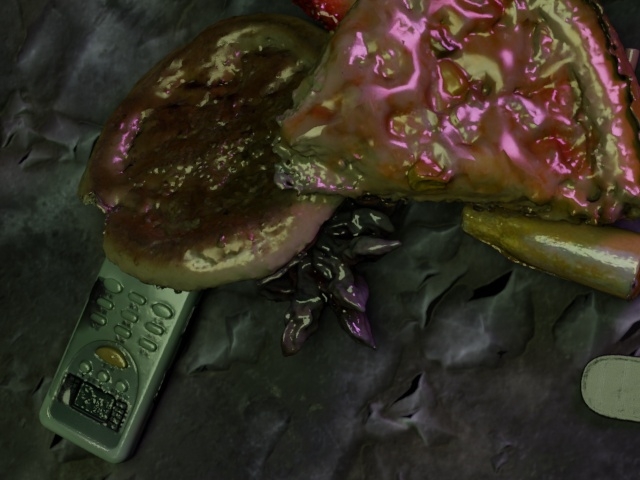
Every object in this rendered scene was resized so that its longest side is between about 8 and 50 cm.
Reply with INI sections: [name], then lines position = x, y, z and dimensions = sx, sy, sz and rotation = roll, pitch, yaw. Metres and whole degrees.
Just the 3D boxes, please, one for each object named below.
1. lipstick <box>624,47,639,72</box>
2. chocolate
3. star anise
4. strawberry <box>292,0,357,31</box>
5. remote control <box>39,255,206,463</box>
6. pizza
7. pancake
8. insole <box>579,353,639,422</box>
[lipstick]
position = 0.346, -0.173, 1.572
dimensions = 0.019, 0.019, 0.094
rotation = 15, 91, 16
[chocolate]
position = 0.266, 0.000, 1.563
dimensions = 0.219, 0.085, 0.086
rotation = 20, 93, 20
[star anise]
position = 0.004, -0.001, 1.611
dimensions = 0.212, 0.129, 0.283
rotation = 18, 77, 19
[strawberry]
position = 0.060, -0.295, 1.626
dimensions = 0.208, 0.087, 0.167
rotation = 39, 72, 15
[remote control]
position = -0.238, 0.123, 1.710
dimensions = 0.140, 0.056, 0.296
rotation = 26, 96, 14
[pizza]
position = 0.177, -0.219, 1.523
dimensions = 0.434, 0.080, 0.392
rotation = 7, 76, -7
[pancake]
position = -0.117, -0.102, 1.604
dimensions = 0.382, 0.071, 0.382
rotation = -12, 55, 17
[insole]
position = 0.447, 0.171, 1.533
dimensions = 0.309, 0.012, 0.110
rotation = 6, 91, 16
